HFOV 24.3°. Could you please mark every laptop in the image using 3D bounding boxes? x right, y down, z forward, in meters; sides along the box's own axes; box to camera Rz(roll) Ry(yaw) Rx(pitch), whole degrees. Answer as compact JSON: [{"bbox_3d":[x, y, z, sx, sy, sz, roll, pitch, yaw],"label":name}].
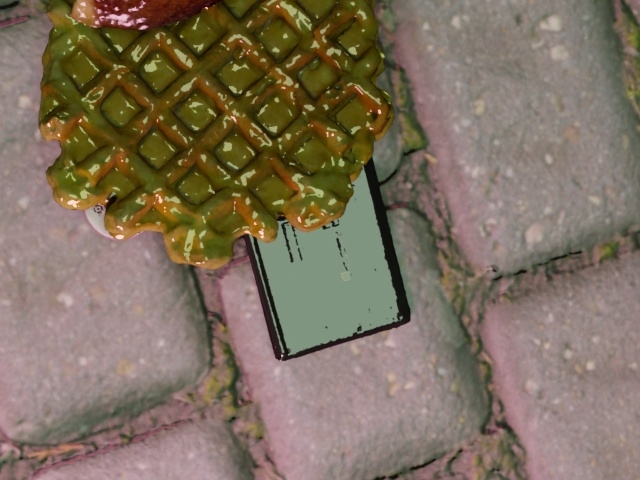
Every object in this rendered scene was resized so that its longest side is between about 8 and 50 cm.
[{"bbox_3d":[0.000,0.000,1.344,0.135,0.016,0.197,-16,98,-9],"label":"laptop"}]

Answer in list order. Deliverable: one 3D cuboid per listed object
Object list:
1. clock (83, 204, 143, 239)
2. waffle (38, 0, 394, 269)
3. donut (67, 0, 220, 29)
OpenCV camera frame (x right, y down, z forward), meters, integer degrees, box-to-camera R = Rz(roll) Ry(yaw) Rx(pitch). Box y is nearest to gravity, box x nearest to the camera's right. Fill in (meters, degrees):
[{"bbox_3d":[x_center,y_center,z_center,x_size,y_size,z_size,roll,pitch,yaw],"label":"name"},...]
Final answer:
[{"bbox_3d":[-0.165,-0.065,1.297,0.087,0.041,0.129,36,85,-7],"label":"clock"},{"bbox_3d":[-0.086,-0.135,1.267,0.302,0.068,0.325,1,81,-8],"label":"waffle"},{"bbox_3d":[-0.079,-0.289,1.215,0.151,0.112,0.295,26,77,1],"label":"donut"}]
